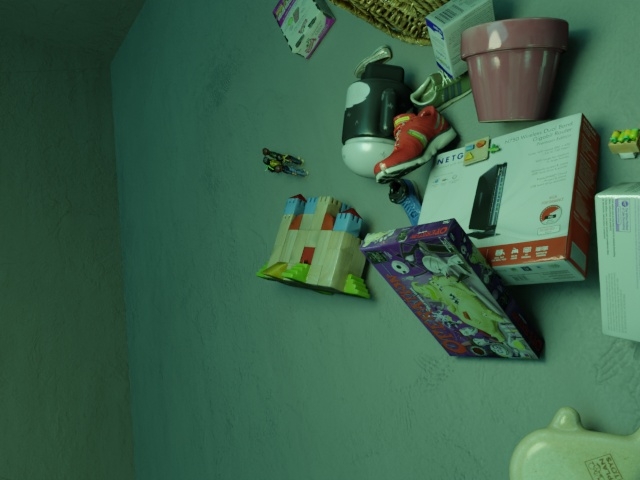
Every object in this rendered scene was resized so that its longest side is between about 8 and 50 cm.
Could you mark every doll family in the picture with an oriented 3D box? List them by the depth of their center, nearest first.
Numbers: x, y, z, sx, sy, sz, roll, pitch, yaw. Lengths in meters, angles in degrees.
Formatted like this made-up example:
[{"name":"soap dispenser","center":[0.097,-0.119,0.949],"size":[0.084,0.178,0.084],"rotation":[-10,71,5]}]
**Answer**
[{"name":"doll family","center":[-0.120,-0.241,1.714],"size":[0.193,0.111,0.076],"rotation":[18,96,50]}]

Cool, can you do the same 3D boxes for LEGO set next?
[{"name":"LEGO set","center":[0.586,-0.145,0.862],"size":[0.287,0.107,0.132],"rotation":[51,120,42]}]

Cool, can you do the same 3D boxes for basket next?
[{"name":"basket","center":[0.193,-0.539,1.264],"size":[0.223,0.299,0.214],"rotation":[-44,53,32]}]

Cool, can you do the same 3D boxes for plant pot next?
[{"name":"plant pot","center":[0.381,-0.328,1.095],"size":[0.201,0.201,0.181],"rotation":[10,106,50]}]

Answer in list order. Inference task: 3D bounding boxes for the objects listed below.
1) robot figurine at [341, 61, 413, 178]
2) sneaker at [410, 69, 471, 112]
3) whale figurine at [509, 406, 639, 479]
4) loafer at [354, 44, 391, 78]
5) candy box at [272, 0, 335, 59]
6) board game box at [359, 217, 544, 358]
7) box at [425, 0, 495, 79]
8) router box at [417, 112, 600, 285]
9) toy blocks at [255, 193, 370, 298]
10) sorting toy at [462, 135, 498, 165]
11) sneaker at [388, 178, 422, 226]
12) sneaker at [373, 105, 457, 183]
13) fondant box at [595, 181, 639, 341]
[{"name":"robot figurine","center":[0.145,-0.292,1.371],"size":[0.173,0.209,0.279],"rotation":[3,83,33]},{"name":"sneaker","center":[0.291,-0.363,1.273],"size":[0.192,0.086,0.064],"rotation":[-35,56,39]},{"name":"whale figurine","center":[0.455,0.384,0.913],"size":[0.271,0.141,0.217],"rotation":[-28,59,15]},{"name":"loafer","center":[0.142,-0.482,1.512],"size":[0.125,0.045,0.039],"rotation":[-35,64,37]},{"name":"candy box","center":[-0.057,-0.723,1.774],"size":[0.159,0.071,0.234],"rotation":[-47,49,33]},{"name":"board game box","center":[0.251,0.106,1.051],"size":[0.208,0.347,0.056],"rotation":[-7,42,52]},{"name":"box","center":[0.307,-0.445,1.187],"size":[0.126,0.137,0.072],"rotation":[-33,49,0]},{"name":"router box","center":[0.347,-0.061,1.074],"size":[0.335,0.082,0.301],"rotation":[-12,54,48]},{"name":"toy blocks","center":[0.000,0.000,1.497],"size":[0.381,0.190,0.261],"rotation":[3,74,50]},{"name":"sorting toy","center":[0.326,-0.187,1.119],"size":[0.083,0.012,0.062],"rotation":[-15,50,47]},{"name":"sneaker","center":[0.207,-0.085,1.315],"size":[0.058,0.084,0.152],"rotation":[-36,57,40]},{"name":"sneaker","center":[0.190,-0.218,1.222],"size":[0.107,0.279,0.118],"rotation":[-27,100,49]},{"name":"fondant box","center":[0.579,0.041,0.780],"size":[0.330,0.096,0.239],"rotation":[7,111,51]}]
